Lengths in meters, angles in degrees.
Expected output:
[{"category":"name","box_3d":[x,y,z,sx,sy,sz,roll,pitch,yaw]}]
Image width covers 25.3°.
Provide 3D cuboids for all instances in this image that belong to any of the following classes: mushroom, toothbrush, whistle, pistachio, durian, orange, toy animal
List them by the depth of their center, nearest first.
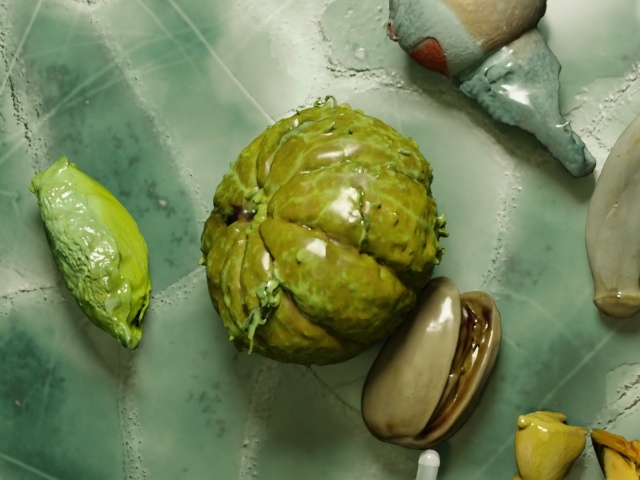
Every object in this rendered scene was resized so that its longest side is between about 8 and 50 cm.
[{"category":"orange","box_3d":[0.000,0.000,1.577,0.300,0.223,0.301,-60,35,1]},{"category":"mushroom","box_3d":[0.362,-0.046,1.591,0.118,0.103,0.270,31,104,18]},{"category":"whistle","box_3d":[0.190,-0.208,1.593,0.189,0.189,0.348,-31,94,8]},{"category":"toy animal","box_3d":[0.241,0.274,1.610,0.083,0.070,0.159,5,104,-28]},{"category":"pistachio","box_3d":[0.123,0.143,1.617,0.131,0.129,0.206,29,95,53]},{"category":"toothbrush","box_3d":[0.100,0.403,1.623,0.030,0.025,0.342,8,99,4]},{"category":"durian","box_3d":[-0.266,0.019,1.680,0.101,0.139,0.250,-27,82,14]}]

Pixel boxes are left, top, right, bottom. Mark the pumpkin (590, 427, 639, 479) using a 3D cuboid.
[{"category":"pumpkin","box_3d":[0.440,0.287,1.535,0.190,0.139,0.280,-33,85,12]}]
